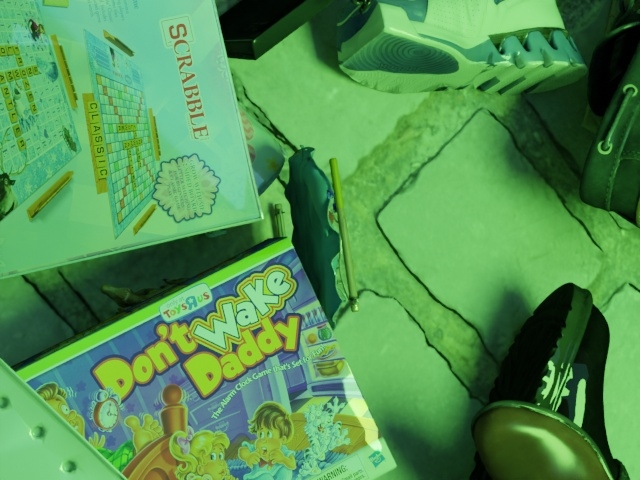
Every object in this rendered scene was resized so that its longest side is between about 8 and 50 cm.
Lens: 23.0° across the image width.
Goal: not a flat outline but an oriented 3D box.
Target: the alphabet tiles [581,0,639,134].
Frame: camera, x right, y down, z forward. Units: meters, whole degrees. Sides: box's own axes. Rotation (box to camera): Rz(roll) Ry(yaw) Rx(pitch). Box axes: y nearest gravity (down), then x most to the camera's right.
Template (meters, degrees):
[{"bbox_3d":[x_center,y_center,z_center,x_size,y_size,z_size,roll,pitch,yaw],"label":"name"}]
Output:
[{"bbox_3d":[0.421,-0.195,1.921,0.198,0.009,0.237,27,65,-20],"label":"alphabet tiles"}]

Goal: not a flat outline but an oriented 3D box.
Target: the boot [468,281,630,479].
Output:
[{"bbox_3d":[0.300,0.243,1.652,0.260,0.131,0.348,22,77,-15],"label":"boot"}]

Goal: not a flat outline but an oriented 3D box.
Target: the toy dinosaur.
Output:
[{"bbox_3d":[-0.127,0.053,1.493,0.183,0.092,0.053,-12,82,-31],"label":"toy dinosaur"}]

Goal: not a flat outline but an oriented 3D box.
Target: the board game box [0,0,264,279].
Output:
[{"bbox_3d":[-0.239,-0.137,1.409,0.318,0.066,0.319,-12,94,-11],"label":"board game box"}]

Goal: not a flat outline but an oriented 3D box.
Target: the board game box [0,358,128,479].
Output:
[{"bbox_3d":[-0.351,0.279,1.262,0.390,0.050,0.390,46,78,-10],"label":"board game box"}]

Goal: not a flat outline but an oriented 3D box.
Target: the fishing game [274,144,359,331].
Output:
[{"bbox_3d":[0.000,0.000,1.483,0.041,0.264,0.189,-6,80,-13],"label":"fishing game"}]

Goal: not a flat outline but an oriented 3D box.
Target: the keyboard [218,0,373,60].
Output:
[{"bbox_3d":[0.027,-0.271,1.619,0.317,0.201,0.033,-42,120,-31],"label":"keyboard"}]

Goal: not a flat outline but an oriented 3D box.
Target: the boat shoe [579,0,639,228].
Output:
[{"bbox_3d":[0.385,-0.204,1.777,0.156,0.187,0.500,8,48,12],"label":"boat shoe"}]

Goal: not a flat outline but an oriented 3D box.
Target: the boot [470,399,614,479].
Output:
[{"bbox_3d":[0.228,0.296,1.413,0.264,0.096,0.280,53,19,-14],"label":"boot"}]

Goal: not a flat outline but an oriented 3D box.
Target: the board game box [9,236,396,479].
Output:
[{"bbox_3d":[-0.138,0.175,1.393,0.347,0.078,0.233,-27,96,-15],"label":"board game box"}]

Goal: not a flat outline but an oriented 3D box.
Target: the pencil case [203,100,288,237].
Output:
[{"bbox_3d":[-0.157,-0.131,1.518,0.273,0.113,0.124,46,72,-10],"label":"pencil case"}]

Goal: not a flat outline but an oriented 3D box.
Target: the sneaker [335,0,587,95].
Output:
[{"bbox_3d":[0.146,-0.263,1.730,0.315,0.127,0.182,1,72,-36],"label":"sneaker"}]
